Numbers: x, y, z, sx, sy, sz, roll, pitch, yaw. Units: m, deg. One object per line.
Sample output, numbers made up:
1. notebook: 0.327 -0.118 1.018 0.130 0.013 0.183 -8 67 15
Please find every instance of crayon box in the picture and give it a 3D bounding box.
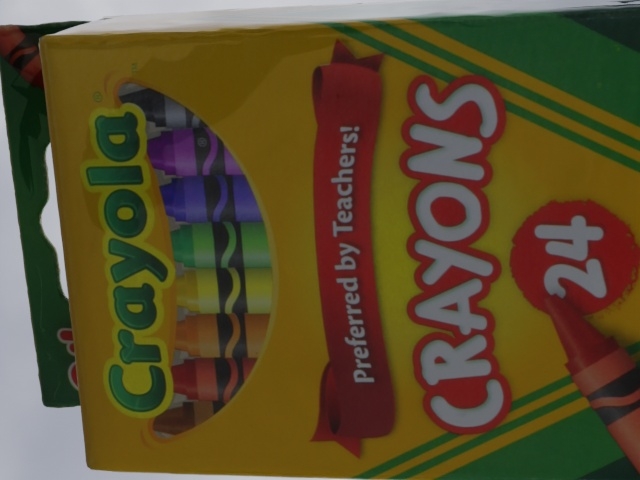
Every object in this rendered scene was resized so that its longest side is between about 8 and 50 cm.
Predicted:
1. crayon box: 0.000 0.000 0.625 0.319 0.081 0.202 -1 -75 14
